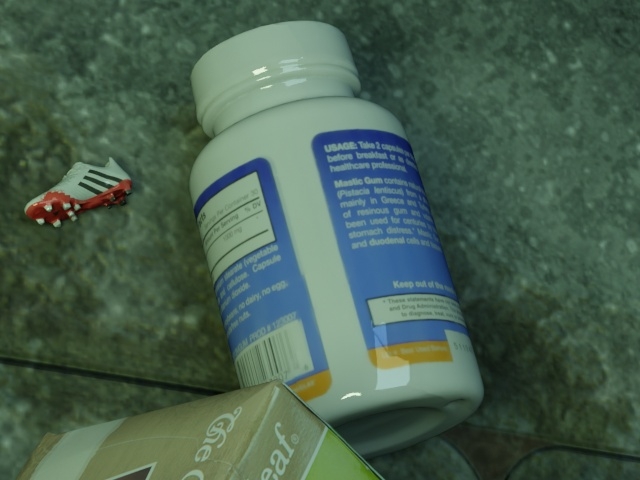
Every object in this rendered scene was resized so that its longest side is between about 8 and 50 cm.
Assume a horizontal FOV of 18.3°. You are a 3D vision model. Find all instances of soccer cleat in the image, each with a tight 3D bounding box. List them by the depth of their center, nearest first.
[{"bbox_3d":[-0.163,-0.034,1.316,0.083,0.029,0.035,-17,66,-36],"label":"soccer cleat"}]

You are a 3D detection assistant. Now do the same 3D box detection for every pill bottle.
[{"bbox_3d":[0.000,0.000,1.305,0.152,0.152,0.272,-4,68,-29],"label":"pill bottle"}]

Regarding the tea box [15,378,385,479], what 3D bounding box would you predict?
[{"bbox_3d":[-0.054,0.306,1.031,0.323,0.220,0.329,48,51,-23],"label":"tea box"}]
